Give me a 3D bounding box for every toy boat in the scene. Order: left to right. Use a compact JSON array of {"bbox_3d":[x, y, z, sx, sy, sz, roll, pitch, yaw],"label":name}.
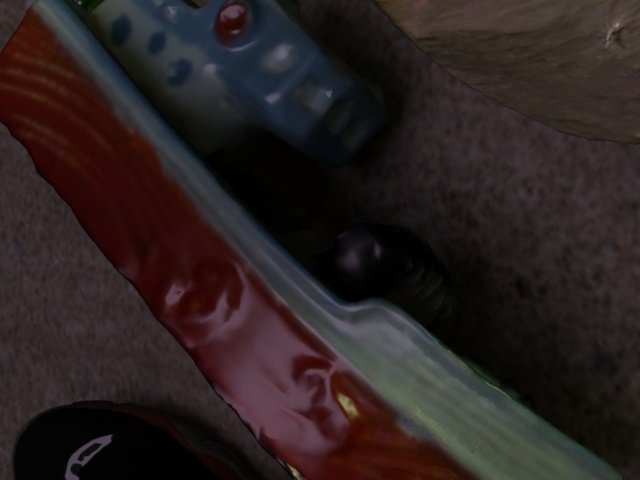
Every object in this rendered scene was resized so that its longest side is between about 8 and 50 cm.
[{"bbox_3d":[0.000,0.000,0.739,0.133,0.145,0.332,-44,61,4],"label":"toy boat"}]

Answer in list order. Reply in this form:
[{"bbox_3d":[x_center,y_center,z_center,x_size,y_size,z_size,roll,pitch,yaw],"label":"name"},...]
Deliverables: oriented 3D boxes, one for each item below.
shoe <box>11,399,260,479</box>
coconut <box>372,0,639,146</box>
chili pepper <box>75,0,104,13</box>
[{"bbox_3d":[-0.067,0.164,0.803,0.291,0.137,0.114,20,106,42],"label":"shoe"},{"bbox_3d":[0.096,-0.147,0.578,0.230,0.227,0.227,-28,74,40],"label":"coconut"},{"bbox_3d":[-0.070,-0.167,0.845,0.182,0.050,0.073,-26,68,38],"label":"chili pepper"}]
